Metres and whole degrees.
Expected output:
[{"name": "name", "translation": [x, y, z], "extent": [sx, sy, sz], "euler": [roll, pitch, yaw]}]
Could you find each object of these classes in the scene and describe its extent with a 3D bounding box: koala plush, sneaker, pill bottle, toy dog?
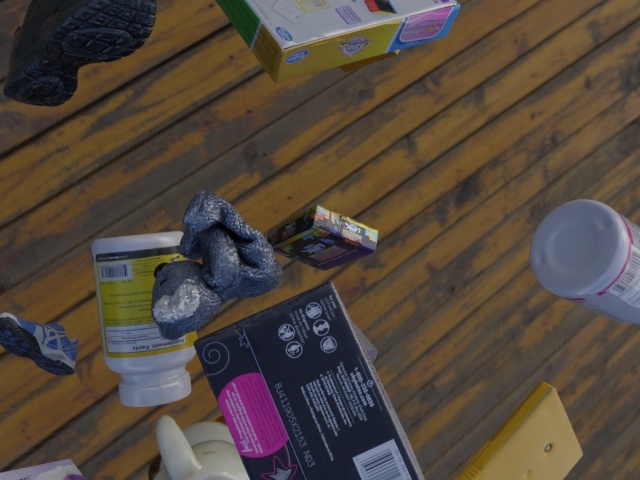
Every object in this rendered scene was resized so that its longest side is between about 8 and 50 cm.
[{"name": "koala plush", "translation": [-0.198, 0.071, 1.185], "extent": [0.203, 0.196, 0.221], "euler": [39, 66, 2]}, {"name": "sneaker", "translation": [-0.327, -0.285, 0.914], "extent": [0.109, 0.286, 0.130], "euler": [12, 63, -54]}, {"name": "pill bottle", "translation": [-0.349, 0.153, 1.415], "extent": [0.188, 0.188, 0.333], "euler": [-7, 93, -33]}, {"name": "pill bottle", "translation": [0.490, 0.049, 1.166], "extent": [0.283, 0.160, 0.160], "euler": [22, 95, -39]}, {"name": "toy dog", "translation": [-0.215, 0.488, 1.326], "extent": [0.284, 0.408, 0.395], "euler": [-42, 99, -9]}, {"name": "sneaker", "translation": [-0.576, 0.198, 1.427], "extent": [0.211, 0.080, 0.081], "euler": [57, 33, -47]}]

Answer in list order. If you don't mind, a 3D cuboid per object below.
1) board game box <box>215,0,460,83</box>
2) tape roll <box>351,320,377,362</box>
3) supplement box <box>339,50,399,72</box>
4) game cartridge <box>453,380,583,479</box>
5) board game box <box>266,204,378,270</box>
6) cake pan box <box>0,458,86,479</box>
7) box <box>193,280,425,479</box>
[{"name": "board game box", "translation": [0.014, -0.375, 1.057], "extent": [0.317, 0.242, 0.064], "euler": [-21, 154, -25]}, {"name": "tape roll", "translation": [-0.002, 0.242, 1.274], "extent": [0.219, 0.072, 0.219], "euler": [-33, 156, -17]}, {"name": "supplement box", "translation": [0.103, -0.482, 1.463], "extent": [0.129, 0.191, 0.194], "euler": [37, 72, -26]}, {"name": "game cartridge", "translation": [0.454, 0.520, 1.600], "extent": [0.324, 0.053, 0.285], "euler": [-41, 125, -14]}, {"name": "board game box", "translation": [0.000, 0.000, 1.309], "extent": [0.141, 0.170, 0.048], "euler": [22, 64, -27]}, {"name": "cake pan box", "translation": [-0.430, 0.466, 1.086], "extent": [0.070, 0.246, 0.267], "euler": [-52, 156, 7]}, {"name": "box", "translation": [-0.010, 0.192, 0.760], "extent": [0.163, 0.142, 0.247], "euler": [-23, 81, -7]}]
